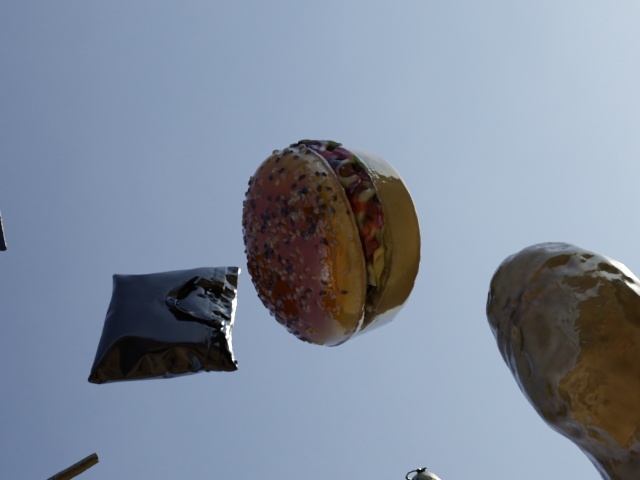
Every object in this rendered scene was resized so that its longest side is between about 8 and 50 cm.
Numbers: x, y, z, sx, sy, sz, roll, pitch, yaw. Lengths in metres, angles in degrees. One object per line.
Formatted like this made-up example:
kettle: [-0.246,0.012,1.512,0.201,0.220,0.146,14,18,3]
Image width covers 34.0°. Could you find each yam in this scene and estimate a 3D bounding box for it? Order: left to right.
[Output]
yam: [-0.409,0.378,1.684,0.116,0.021,0.021,-29,-63,-26]

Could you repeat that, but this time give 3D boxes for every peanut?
peanut: [0.313,0.157,1.065,0.169,0.387,0.192,-48,-28,20]

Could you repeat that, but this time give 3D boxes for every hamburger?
hamburger: [0.000,0.000,1.440,0.176,0.300,0.300,-9,-76,-33]

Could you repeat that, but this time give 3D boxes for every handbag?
handbag: [-0.222,0.119,1.557,0.211,0.254,0.089,-3,-56,1]

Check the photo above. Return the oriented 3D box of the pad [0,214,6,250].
pad: [-0.475,-0.088,1.231,0.005,0.299,0.202,-18,-75,-50]

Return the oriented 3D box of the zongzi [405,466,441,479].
zongzi: [0.093,0.281,0.950,0.109,0.055,0.119,41,-98,0]
